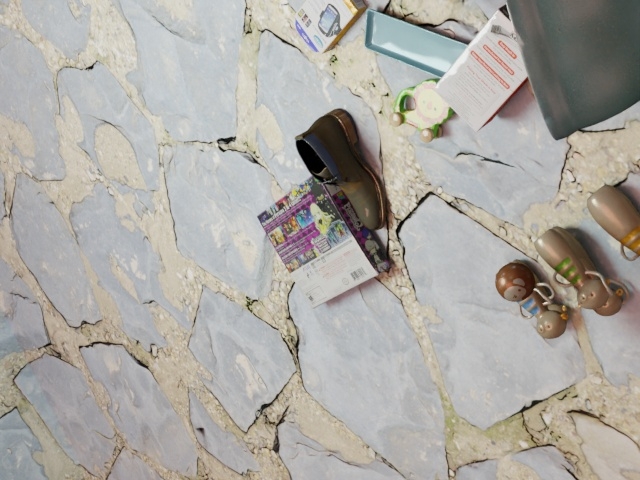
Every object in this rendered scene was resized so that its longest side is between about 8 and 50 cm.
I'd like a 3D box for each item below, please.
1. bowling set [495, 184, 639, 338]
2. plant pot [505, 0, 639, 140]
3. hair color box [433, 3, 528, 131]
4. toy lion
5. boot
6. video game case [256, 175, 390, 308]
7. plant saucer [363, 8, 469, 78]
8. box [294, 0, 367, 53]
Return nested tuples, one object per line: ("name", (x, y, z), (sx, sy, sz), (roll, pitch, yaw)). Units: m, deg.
("bowling set", (0.336, 0.074, 1.416), (0.154, 0.200, 0.287), (51, 144, 9))
("plant pot", (0.329, -0.282, 1.159), (0.196, 0.293, 0.293), (-15, 104, 19))
("hair color box", (0.244, -0.243, 1.409), (0.093, 0.053, 0.167), (46, 137, 5))
("toy lion", (0.160, -0.207, 1.552), (0.100, 0.034, 0.096), (31, 126, 31))
("boot", (0.030, -0.103, 1.689), (0.082, 0.106, 0.219), (-15, 102, 50))
("video game case", (0.000, 0.000, 1.829), (0.210, 0.041, 0.232), (58, 143, 1))
("plant saucer", (0.146, -0.295, 1.520), (0.192, 0.018, 0.067), (29, 132, 33))
("box", (0.011, -0.363, 1.613), (0.081, 0.028, 0.136), (55, 143, 5))
